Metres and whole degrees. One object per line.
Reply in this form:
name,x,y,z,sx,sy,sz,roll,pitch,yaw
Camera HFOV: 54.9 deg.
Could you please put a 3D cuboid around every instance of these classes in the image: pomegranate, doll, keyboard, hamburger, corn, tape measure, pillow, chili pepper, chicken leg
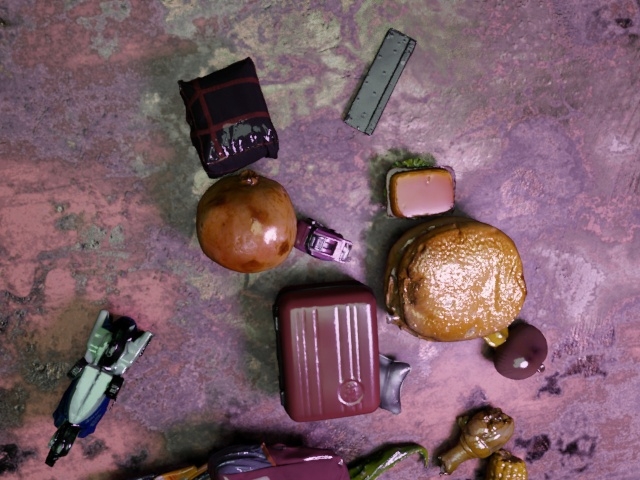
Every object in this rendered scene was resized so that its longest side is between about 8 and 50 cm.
pomegranate,-0.150,-0.041,1.277,0.215,0.215,0.216,-1,100,-7
doll,0.462,0.243,1.476,0.145,0.096,0.188,-25,77,-17
keyboard,0.132,-0.348,1.358,0.072,0.023,0.231,26,95,-4
hamburger,0.290,0.094,1.377,0.313,0.170,0.290,-8,103,-7
corn,0.454,0.704,1.539,0.120,0.120,0.364,0,97,-7
tape measure,0.000,0.000,1.354,0.125,0.118,0.074,20,95,-28
pillow,0.159,0.342,1.465,0.091,0.055,0.136,12,97,-7
chili pepper,0.097,0.580,1.497,0.358,0.076,0.085,-22,77,-3
hamburger,0.221,-0.115,1.376,0.165,0.087,0.137,-2,100,-9
chicken leg,0.371,0.490,1.511,0.227,0.088,0.103,-33,112,5

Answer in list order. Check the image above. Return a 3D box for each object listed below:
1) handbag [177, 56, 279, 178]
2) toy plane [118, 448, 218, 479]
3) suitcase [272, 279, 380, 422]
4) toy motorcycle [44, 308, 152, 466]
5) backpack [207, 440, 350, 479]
handbag,-0.188,-0.247,1.256,0.169,0.155,0.216,-17,76,-8
toy plane,-0.325,0.562,1.427,0.316,0.103,0.204,-35,104,-7
suitcase,0.018,0.242,1.375,0.236,0.161,0.297,-5,100,-6
toy motorcycle,-0.489,0.314,1.323,0.125,0.196,0.331,28,83,-12
backpack,-0.082,0.578,1.372,0.317,0.197,0.284,-7,97,-23
